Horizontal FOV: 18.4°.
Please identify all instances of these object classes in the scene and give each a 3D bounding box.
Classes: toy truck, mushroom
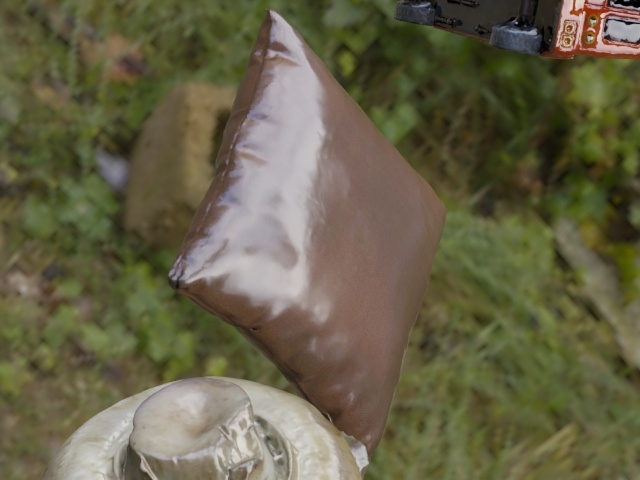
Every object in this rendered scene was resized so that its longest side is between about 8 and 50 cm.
[{"bbox_3d":[0.139,-0.180,1.312,0.114,0.107,0.252,5,10,-20],"label":"toy truck"},{"bbox_3d":[-0.080,0.190,1.431,0.255,0.255,0.184,-58,145,-53],"label":"mushroom"}]

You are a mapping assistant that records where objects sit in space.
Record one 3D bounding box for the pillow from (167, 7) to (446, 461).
[{"bbox_3d":[0.000,0.000,1.765,0.308,0.108,0.305,48,46,-37],"label":"pillow"}]
